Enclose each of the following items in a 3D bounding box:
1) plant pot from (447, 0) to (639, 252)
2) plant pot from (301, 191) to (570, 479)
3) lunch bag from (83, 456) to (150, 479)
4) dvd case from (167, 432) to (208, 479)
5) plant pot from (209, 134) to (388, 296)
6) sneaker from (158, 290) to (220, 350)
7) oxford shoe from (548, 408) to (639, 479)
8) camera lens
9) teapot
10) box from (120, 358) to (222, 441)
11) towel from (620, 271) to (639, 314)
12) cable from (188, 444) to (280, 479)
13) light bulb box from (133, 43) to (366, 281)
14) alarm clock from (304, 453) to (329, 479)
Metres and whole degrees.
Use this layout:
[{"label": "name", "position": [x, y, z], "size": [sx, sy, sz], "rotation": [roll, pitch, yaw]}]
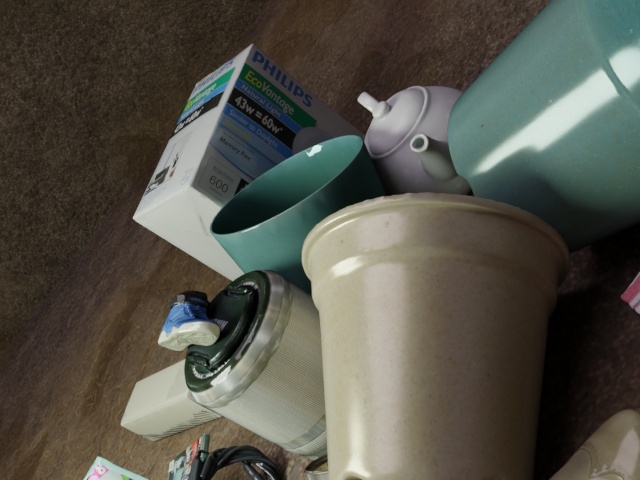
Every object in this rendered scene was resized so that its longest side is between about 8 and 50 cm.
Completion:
[{"label": "plant pot", "position": [0.347, -0.161, 0.965], "size": [0.334, 0.341, 0.341], "rotation": [-39, 28, 46]}, {"label": "plant pot", "position": [0.131, 0.159, 0.977], "size": [0.334, 0.334, 0.305], "rotation": [-28, 47, 44]}, {"label": "lunch bag", "position": [-0.302, 0.496, 1.337], "size": [0.160, 0.262, 0.223], "rotation": [-10, 49, 57]}, {"label": "dvd case", "position": [-0.262, 0.443, 1.625], "size": [0.119, 0.013, 0.087], "rotation": [-41, 28, 25]}, {"label": "plant pot", "position": [0.000, 0.000, 1.393], "size": [0.293, 0.235, 0.293], "rotation": [-28, 18, 10]}, {"label": "sneaker", "position": [-0.182, 0.107, 1.191], "size": [0.152, 0.058, 0.084], "rotation": [-25, 46, 57]}, {"label": "oxford shoe", "position": [0.223, 0.302, 0.807], "size": [0.348, 0.130, 0.123], "rotation": [-57, 25, -4]}, {"label": "camera lens", "position": [-0.049, 0.190, 1.251], "size": [0.219, 0.274, 0.219], "rotation": [-41, 29, 28]}, {"label": "teapot", "position": [0.162, -0.178, 1.437], "size": [0.256, 0.187, 0.252], "rotation": [-24, 39, 49]}, {"label": "box", "position": [-0.300, 0.330, 1.735], "size": [0.275, 0.094, 0.113], "rotation": [-28, 36, 45]}, {"label": "towel", "position": [0.426, 0.052, 0.884], "size": [0.144, 0.029, 0.197], "rotation": [-51, 28, 7]}, {"label": "cable", "position": [-0.139, 0.410, 1.312], "size": [0.184, 0.151, 0.047], "rotation": [-89, 11, -49]}, {"label": "light bulb box", "position": [-0.120, -0.124, 1.664], "size": [0.225, 0.358, 0.361], "rotation": [-21, 43, 48]}, {"label": "alarm clock", "position": [0.044, 0.311, 1.091], "size": [0.129, 0.064, 0.192], "rotation": [-18, -7, 10]}]
